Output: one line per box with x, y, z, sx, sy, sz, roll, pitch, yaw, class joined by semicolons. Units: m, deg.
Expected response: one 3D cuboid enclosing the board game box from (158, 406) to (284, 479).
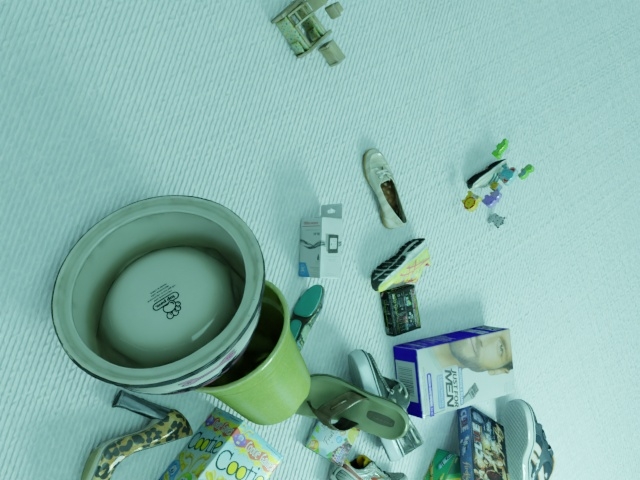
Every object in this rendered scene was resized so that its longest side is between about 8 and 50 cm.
-0.237;0.524;1.583;0.144;0.142;0.275;48;67;-23;board game box

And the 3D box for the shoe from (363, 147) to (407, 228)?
0.172;-0.135;1.887;0.077;0.058;0.219;-26;103;-29;shoe

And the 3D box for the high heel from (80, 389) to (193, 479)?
-0.380;0.462;1.519;0.186;0.093;0.261;29;66;-22;high heel

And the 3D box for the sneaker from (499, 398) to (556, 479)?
0.598;0.597;2.116;0.128;0.126;0.320;-10;106;-27;sneaker

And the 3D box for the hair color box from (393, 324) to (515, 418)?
0.366;0.349;1.981;0.339;0.110;0.185;-7;93;-33;hair color box

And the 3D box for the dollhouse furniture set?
-0.001;-0.482;1.719;0.101;0.161;0.182;-48;112;-22;dollhouse furniture set

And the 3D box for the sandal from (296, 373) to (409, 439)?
0.060;0.398;1.719;0.303;0.086;0.120;14;111;7;sandal

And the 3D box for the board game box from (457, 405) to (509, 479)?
0.444;0.587;1.993;0.165;0.042;0.243;35;39;-27;board game box

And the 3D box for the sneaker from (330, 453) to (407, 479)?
0.129;0.590;1.844;0.225;0.088;0.092;14;81;-31;sneaker

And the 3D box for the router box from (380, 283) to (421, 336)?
0.210;0.182;1.923;0.092;0.038;0.122;-12;97;-31;router box

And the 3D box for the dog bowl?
-0.297;0.117;1.427;0.408;0.408;0.150;-49;155;-22;dog bowl

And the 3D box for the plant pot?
-0.147;0.260;1.572;0.276;0.276;0.254;-52;138;-21;plant pot

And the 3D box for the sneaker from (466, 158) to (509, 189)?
0.486;-0.169;2.083;0.161;0.057;0.075;-34;101;-30;sneaker

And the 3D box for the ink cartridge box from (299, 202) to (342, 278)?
0.000;0.000;1.754;0.060;0.104;0.180;3;88;-31;ink cartridge box

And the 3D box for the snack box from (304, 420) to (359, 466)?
0.039;0.465;1.796;0.100;0.037;0.141;30;72;0;snack box

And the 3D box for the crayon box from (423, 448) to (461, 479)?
0.338;0.728;1.977;0.165;0.081;0.278;36;72;-27;crayon box

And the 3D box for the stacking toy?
0.503;-0.150;2.043;0.167;0.052;0.221;30;93;-42;stacking toy

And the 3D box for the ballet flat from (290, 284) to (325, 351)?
-0.039;0.195;1.762;0.070;0.070;0.188;40;72;-25;ballet flat

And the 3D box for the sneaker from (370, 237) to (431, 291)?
0.219;0.081;1.904;0.208;0.081;0.094;-36;110;-27;sneaker

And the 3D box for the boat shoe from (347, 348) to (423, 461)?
0.166;0.398;1.840;0.119;0.121;0.335;-26;115;-8;boat shoe
